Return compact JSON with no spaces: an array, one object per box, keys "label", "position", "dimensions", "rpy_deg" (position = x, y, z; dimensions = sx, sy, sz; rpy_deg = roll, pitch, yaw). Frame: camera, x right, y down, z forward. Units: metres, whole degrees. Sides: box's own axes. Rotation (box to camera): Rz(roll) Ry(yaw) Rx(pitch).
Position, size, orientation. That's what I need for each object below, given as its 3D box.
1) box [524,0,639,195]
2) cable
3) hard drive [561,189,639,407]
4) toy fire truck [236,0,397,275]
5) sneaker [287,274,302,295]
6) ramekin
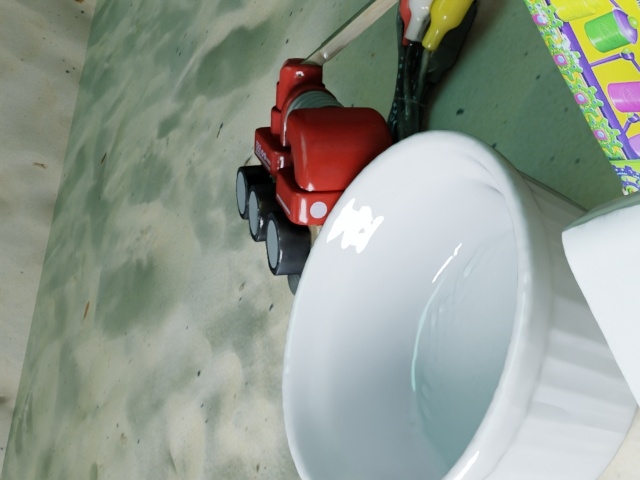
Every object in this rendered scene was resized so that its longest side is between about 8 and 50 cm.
[{"label":"box","position":[0.222,-0.175,0.332],"dimensions":[0.177,0.290,0.279],"rpy_deg":[-42,21,-21]},{"label":"cable","position":[0.082,-0.166,0.843],"dimensions":[0.139,0.072,0.287],"rpy_deg":[37,107,59]},{"label":"hard drive","position":[0.260,0.045,0.232],"dimensions":[0.353,0.047,0.233],"rpy_deg":[-27,90,52]},{"label":"toy fire truck","position":[0.017,-0.115,0.788],"dimensions":[0.217,0.158,0.246],"rpy_deg":[-126,35,-63]},{"label":"sneaker","position":[-0.002,-0.001,0.926],"dimensions":[0.089,0.051,0.170],"rpy_deg":[-46,42,39]},{"label":"ramekin","position":[0.097,0.072,0.618],"dimensions":[0.277,0.135,0.277],"rpy_deg":[-38,43,46]}]
